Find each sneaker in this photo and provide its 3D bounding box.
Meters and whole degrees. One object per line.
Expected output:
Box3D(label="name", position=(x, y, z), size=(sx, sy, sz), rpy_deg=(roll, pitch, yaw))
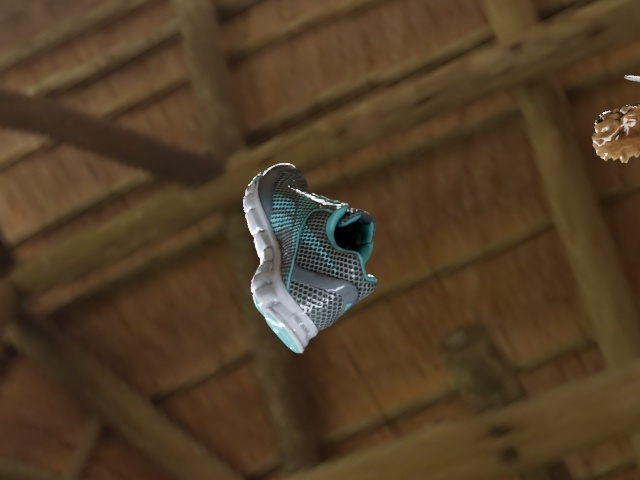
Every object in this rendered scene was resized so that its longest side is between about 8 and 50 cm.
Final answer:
Box3D(label="sneaker", position=(0.000, 0.000, 1.170), size=(0.076, 0.065, 0.166), rpy_deg=(-30, -146, 13))

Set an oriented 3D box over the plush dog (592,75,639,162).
Box3D(label="plush dog", position=(0.286, 0.009, 1.206), size=(0.210, 0.225, 0.262), rpy_deg=(-10, 169, 19))
